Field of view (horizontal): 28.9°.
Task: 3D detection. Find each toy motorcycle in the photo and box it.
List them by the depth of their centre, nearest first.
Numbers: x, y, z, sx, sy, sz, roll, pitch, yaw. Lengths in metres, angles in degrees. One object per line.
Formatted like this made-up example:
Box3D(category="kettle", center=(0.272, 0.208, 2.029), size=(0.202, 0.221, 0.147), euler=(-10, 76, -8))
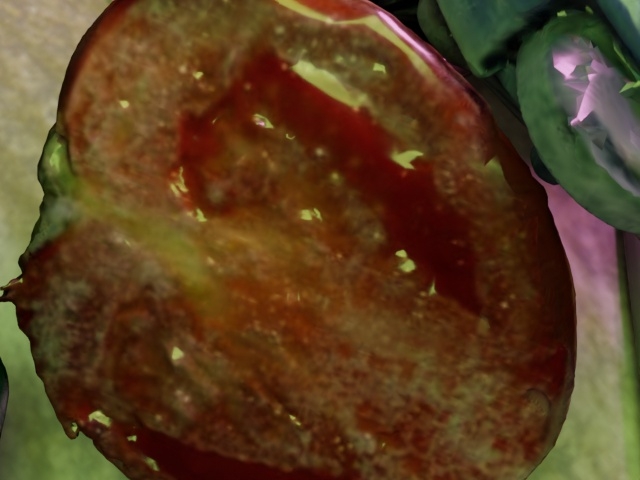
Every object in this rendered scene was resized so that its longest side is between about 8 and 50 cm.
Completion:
Box3D(category="toy motorcycle", center=(0.133, -0.149, 0.607), size=(0.182, 0.241, 0.319), euler=(-28, 81, 25))

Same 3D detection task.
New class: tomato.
Box3D(category="tomato", center=(-0.002, -0.003, 0.649), size=(0.309, 0.170, 0.309), euler=(5, 115, 10))

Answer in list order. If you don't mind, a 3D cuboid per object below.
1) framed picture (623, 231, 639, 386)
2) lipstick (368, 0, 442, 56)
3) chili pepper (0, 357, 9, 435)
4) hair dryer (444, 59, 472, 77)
Box3D(category="framed picture", center=(0.244, -0.014, 0.646), size=(0.017, 0.217, 0.274), euler=(14, 66, -33))
Box3D(category="lipstick", center=(0.064, -0.302, 0.782), size=(0.077, 0.077, 0.418), euler=(1, 65, 1))
Box3D(category="chili pepper", center=(-0.241, 0.080, 0.623), size=(0.165, 0.174, 0.261), euler=(8, 81, -5))
Box3D(category="hair dryer", center=(0.060, -0.114, 0.759), size=(0.154, 0.054, 0.106), euler=(-5, 67, -11))
